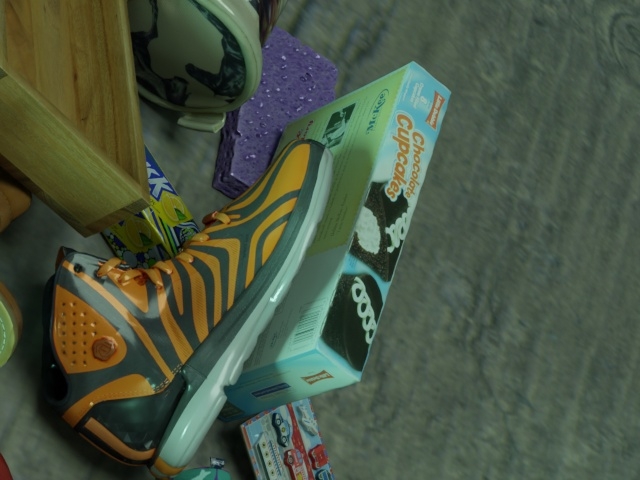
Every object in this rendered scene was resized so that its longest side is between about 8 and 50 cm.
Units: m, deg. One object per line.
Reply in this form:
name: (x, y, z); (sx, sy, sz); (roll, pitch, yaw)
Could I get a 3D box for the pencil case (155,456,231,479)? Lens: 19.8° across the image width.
pencil case: (-0.096, 0.263, 1.532); (0.070, 0.064, 0.151); (4, 65, -28)

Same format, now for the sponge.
sponge: (-0.042, -0.117, 1.832); (0.117, 0.031, 0.210); (30, 49, -30)

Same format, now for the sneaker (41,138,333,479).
sneaker: (-0.122, 0.023, 1.527); (0.180, 0.124, 0.321); (30, 71, -5)

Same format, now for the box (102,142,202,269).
box: (-0.168, -0.035, 1.634); (0.169, 0.059, 0.054); (57, 38, -5)

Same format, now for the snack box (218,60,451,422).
snack box: (0.000, 0.000, 1.658); (0.060, 0.187, 0.322); (37, 54, -26)

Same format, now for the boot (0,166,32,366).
boot: (-0.285, 0.005, 1.371); (0.220, 0.283, 0.109); (-21, 121, -58)

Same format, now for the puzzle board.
puzzle board: (-0.023, 0.208, 1.656); (0.096, 0.011, 0.128); (-27, 102, -50)

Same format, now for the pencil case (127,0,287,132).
pencil case: (-0.081, -0.295, 1.795); (0.183, 0.160, 0.410); (61, 34, -36)

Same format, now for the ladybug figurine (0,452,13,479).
ladybug figurine: (-0.372, 0.188, 1.219); (0.449, 0.162, 0.305); (5, 64, -44)

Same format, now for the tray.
tray: (-0.246, -0.219, 1.545); (0.203, 0.076, 0.411); (45, 25, -46)
